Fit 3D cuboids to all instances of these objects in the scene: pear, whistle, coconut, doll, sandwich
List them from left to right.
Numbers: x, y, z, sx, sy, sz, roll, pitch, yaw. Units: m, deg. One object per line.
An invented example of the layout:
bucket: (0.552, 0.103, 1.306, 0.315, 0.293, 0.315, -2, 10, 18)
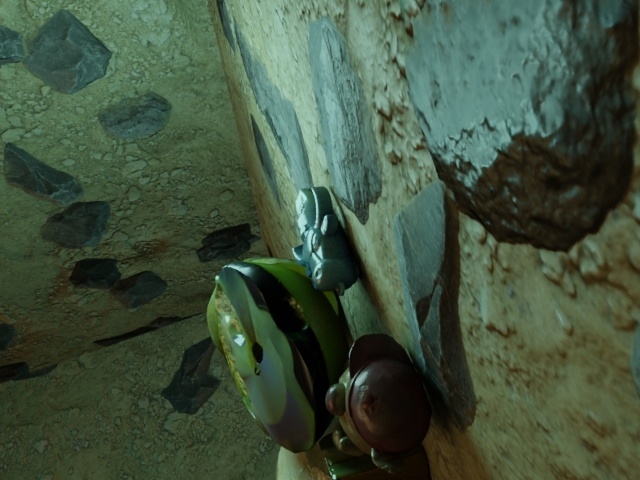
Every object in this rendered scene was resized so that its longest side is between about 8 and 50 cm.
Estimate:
pear: (-0.062, 0.211, 1.109, 0.398, 0.165, 0.399, 32, 131, 44)
whistle: (0.000, 0.000, 1.035, 0.180, 0.093, 0.269, 109, 147, -40)
coconut: (0.042, 0.539, 1.241, 0.255, 0.297, 0.297, -95, -8, -64)
doll: (0.086, 0.257, 0.857, 0.256, 0.152, 0.196, 104, 144, -71)
sandwich: (0.103, 0.432, 1.016, 0.117, 0.187, 0.144, -126, 26, -61)

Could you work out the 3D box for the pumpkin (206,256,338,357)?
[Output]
pumpkin: (-0.116, 0.188, 1.343, 0.199, 0.332, 0.333, 139, 112, -78)
